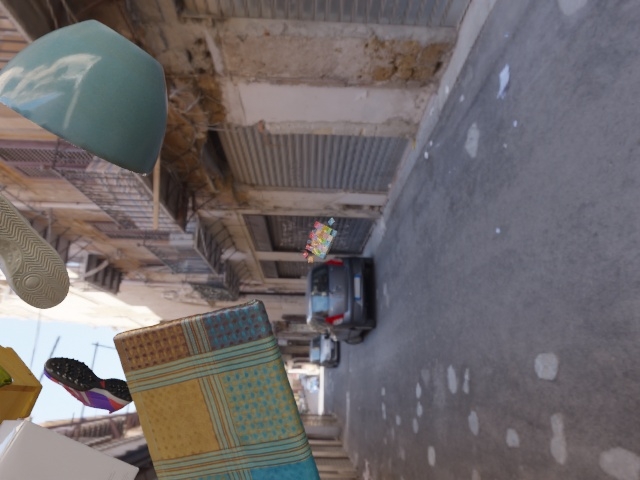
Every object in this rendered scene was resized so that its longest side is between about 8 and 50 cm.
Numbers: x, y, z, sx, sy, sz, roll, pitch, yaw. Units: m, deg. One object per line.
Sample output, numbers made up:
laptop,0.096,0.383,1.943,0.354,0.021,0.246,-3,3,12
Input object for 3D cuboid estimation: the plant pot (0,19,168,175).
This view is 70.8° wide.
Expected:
plant pot,-0.402,-0.279,0.830,0.195,0.290,0.290,-58,5,4

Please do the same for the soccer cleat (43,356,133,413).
soccer cleat,-0.745,0.470,1.426,0.318,0.116,0.108,45,-172,-42

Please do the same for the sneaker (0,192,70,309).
sneaker,-0.750,0.012,1.111,0.148,0.131,0.350,20,135,44

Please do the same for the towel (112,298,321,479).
towel,-0.150,0.289,0.683,0.040,0.272,0.370,-29,-77,-73

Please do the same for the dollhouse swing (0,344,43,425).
dollhouse swing,-1.135,0.509,1.388,0.305,0.315,0.347,-52,-23,-7

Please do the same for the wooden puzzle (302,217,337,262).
wooden puzzle,0.000,0.000,0.733,0.049,0.006,0.083,29,97,43

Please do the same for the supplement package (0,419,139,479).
supplement package,-0.611,0.548,1.021,0.293,0.178,0.175,43,-133,-29

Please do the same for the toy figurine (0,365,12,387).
toy figurine,-0.833,0.238,0.873,0.362,0.191,0.217,62,-155,-25
